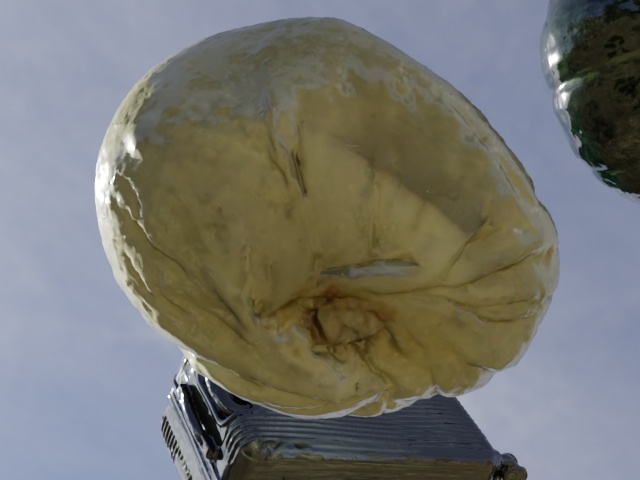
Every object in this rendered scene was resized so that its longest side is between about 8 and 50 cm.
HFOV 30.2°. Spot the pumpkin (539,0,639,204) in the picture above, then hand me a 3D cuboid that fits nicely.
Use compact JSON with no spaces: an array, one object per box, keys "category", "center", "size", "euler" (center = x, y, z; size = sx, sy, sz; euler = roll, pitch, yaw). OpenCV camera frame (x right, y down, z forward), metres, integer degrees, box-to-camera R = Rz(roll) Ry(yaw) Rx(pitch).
[{"category":"pumpkin","center":[0.249,-0.122,0.840],"size":[0.212,0.211,0.152],"euler":[34,-19,-26]}]

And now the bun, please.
[{"category":"bun","center":[0.000,0.000,0.471],"size":[0.188,0.111,0.164],"euler":[40,-64,-13]}]

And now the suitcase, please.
[{"category":"suitcase","center":[0.016,0.193,1.108],"size":[0.312,0.202,0.128],"euler":[9,-65,-29]}]
